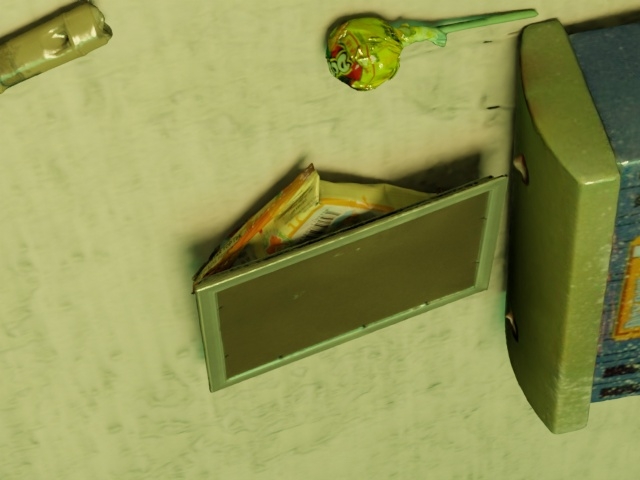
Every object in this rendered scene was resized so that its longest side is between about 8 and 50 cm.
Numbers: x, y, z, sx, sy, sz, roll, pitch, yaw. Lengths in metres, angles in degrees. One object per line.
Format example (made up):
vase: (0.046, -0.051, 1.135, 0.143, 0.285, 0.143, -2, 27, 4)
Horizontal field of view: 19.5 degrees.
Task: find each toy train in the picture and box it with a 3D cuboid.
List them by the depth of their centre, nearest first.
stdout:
toy train: (0.204, -0.018, 1.060, 0.201, 0.131, 0.300, -10, 145, -3)

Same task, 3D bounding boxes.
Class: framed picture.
framed picture: (0.017, 0.024, 1.061, 0.183, 0.011, 0.142, -20, 155, -10)

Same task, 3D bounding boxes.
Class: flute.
flute: (-0.204, -0.054, 0.866, 0.233, 0.027, 0.027, -24, 146, 4)

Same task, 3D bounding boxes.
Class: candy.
candy: (0.058, -0.103, 0.944, 0.123, 0.035, 0.035, -16, 136, -25)

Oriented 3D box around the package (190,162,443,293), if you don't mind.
package: (-0.001, 0.000, 1.049, 0.120, 0.031, 0.108, 8, 138, -47)
